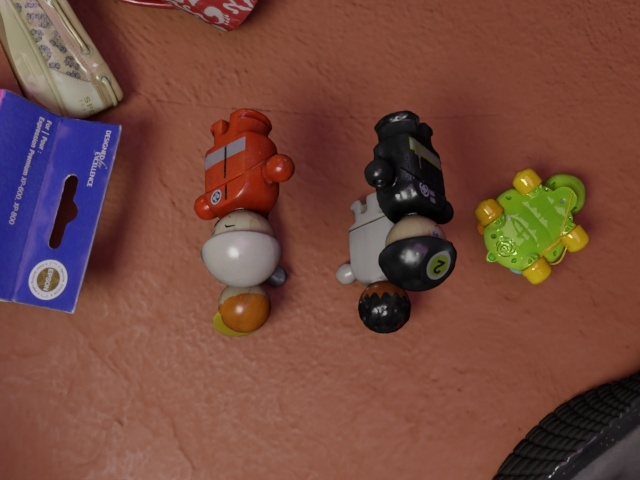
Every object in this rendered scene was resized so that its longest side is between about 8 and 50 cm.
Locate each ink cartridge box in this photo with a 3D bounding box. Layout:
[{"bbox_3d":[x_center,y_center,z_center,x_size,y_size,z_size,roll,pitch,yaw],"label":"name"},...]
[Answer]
[{"bbox_3d":[-0.374,-0.054,0.697,0.371,0.069,0.175,10,79,9],"label":"ink cartridge box"}]

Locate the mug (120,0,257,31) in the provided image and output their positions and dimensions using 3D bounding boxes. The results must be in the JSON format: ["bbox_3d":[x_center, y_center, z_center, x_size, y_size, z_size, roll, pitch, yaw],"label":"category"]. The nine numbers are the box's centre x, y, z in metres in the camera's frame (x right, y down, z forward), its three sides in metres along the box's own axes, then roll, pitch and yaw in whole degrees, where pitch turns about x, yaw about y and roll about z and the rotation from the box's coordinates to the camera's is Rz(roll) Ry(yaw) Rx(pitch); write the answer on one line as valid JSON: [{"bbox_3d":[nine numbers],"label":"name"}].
[{"bbox_3d":[-0.147,-0.281,0.758,0.169,0.150,0.113,24,87,-29],"label":"mug"}]

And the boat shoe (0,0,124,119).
[{"bbox_3d":[-0.282,-0.247,0.764,0.089,0.104,0.285,-22,93,-15],"label":"boat shoe"}]

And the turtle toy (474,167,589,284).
[{"bbox_3d":[0.209,-0.019,0.768,0.130,0.066,0.095,-38,86,-10],"label":"turtle toy"}]

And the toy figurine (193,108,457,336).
[{"bbox_3d":[0.000,0.000,0.675,0.213,0.209,0.148,0,63,-8],"label":"toy figurine"}]

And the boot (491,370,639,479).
[{"bbox_3d":[0.337,0.219,0.714,0.338,0.118,0.222,-34,89,-5],"label":"boot"}]
